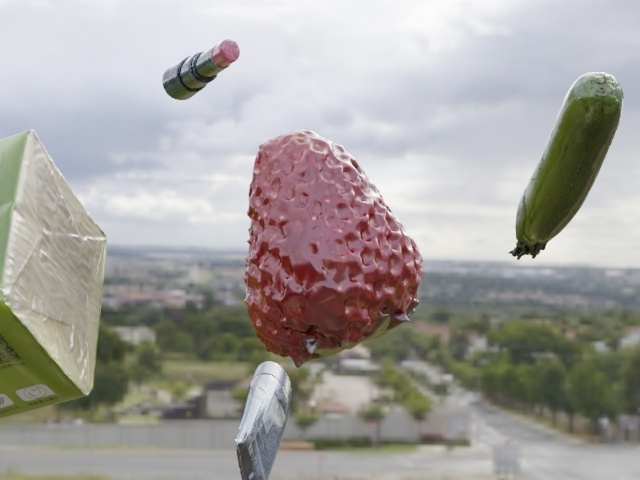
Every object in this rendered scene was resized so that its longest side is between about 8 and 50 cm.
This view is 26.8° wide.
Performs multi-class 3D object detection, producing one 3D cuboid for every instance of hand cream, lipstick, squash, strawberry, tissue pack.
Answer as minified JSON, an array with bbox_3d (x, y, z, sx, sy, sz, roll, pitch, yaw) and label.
[{"bbox_3d":[-0.083,0.269,1.878,0.061,0.120,0.270,-5,23,7],"label":"hand cream"},{"bbox_3d":[-0.157,-0.235,1.786,0.053,0.053,0.234,1,-6,-21],"label":"lipstick"},{"bbox_3d":[0.326,-0.092,1.789,0.087,0.331,0.087,9,42,-9],"label":"squash"},{"bbox_3d":[0.000,0.000,1.456,0.205,0.244,0.205,-18,-2,-1],"label":"strawberry"},{"bbox_3d":[-0.349,0.053,1.175,0.275,0.200,0.167,-15,-45,13],"label":"tissue pack"}]
